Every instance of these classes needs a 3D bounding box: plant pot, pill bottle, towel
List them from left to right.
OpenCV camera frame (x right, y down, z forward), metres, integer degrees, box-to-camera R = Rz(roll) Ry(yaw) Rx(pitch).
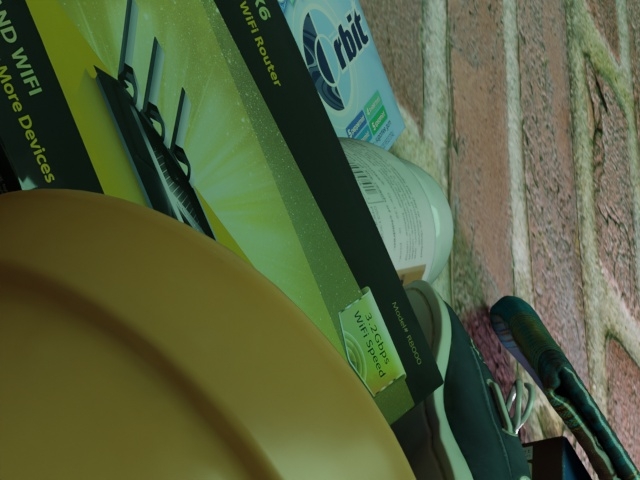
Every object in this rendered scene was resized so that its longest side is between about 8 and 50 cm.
[{"bbox_3d":[-0.128,0.150,0.712,0.203,0.291,0.291,-32,107,-48],"label":"plant pot"},{"bbox_3d":[0.000,0.000,1.246,0.229,0.131,0.131,-9,85,-67],"label":"pill bottle"},{"bbox_3d":[0.227,0.179,1.559,0.271,0.040,0.370,57,4,-5],"label":"towel"}]

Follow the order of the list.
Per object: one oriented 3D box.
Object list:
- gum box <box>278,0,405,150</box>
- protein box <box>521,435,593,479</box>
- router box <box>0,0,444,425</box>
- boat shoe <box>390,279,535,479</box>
[{"bbox_3d":[-0.004,-0.136,1.436,0.184,0.041,0.157,68,24,-15],"label":"gum box"},{"bbox_3d":[0.146,0.286,1.411,0.200,0.136,0.201,56,29,-40],"label":"protein box"},{"bbox_3d":[-0.082,-0.016,0.958,0.243,0.081,0.309,-32,99,-55],"label":"router box"},{"bbox_3d":[0.072,0.111,1.087,0.079,0.095,0.254,31,18,-21],"label":"boat shoe"}]
